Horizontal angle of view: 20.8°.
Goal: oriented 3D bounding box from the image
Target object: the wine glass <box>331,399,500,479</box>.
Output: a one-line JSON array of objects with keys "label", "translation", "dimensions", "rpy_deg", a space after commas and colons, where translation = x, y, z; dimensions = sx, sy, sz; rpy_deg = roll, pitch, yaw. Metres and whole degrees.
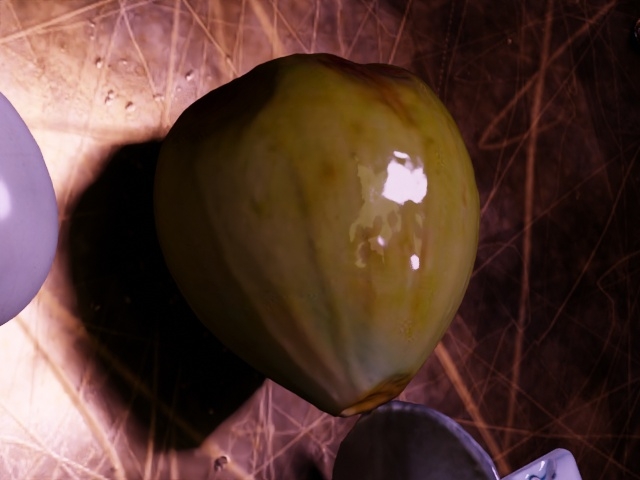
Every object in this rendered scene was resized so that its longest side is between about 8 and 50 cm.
[{"label": "wine glass", "translation": [-0.067, 0.248, 1.186], "dimensions": [0.406, 0.267, 0.267], "rpy_deg": [-14, 89, -39]}]

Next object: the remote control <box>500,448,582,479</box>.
[{"label": "remote control", "translation": [0.228, 0.329, 1.487], "dimensions": [0.103, 0.051, 0.293], "rpy_deg": [-22, 93, -35]}]

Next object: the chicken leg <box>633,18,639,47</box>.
[{"label": "chicken leg", "translation": [0.392, -0.122, 1.692], "dimensions": [0.106, 0.051, 0.253], "rpy_deg": [-40, 101, -28]}]

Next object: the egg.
[{"label": "egg", "translation": [-0.258, -0.037, 1.165], "dimensions": [0.151, 0.151, 0.209], "rpy_deg": [-19, 86, -35]}]

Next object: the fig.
[{"label": "fig", "translation": [0.000, 0.000, 1.276], "dimensions": [0.239, 0.239, 0.271], "rpy_deg": [6, 66, -33]}]
